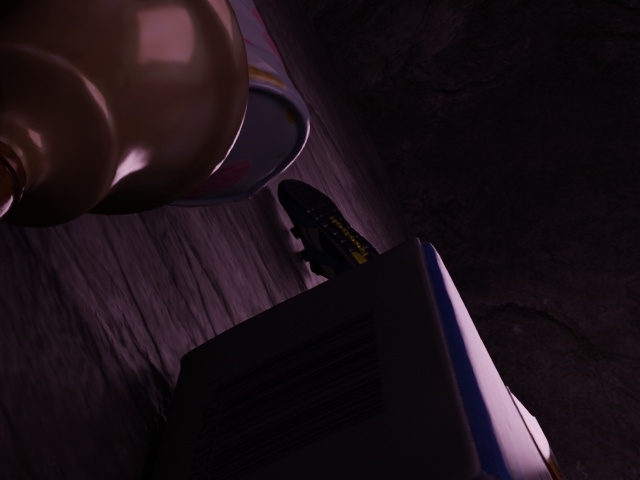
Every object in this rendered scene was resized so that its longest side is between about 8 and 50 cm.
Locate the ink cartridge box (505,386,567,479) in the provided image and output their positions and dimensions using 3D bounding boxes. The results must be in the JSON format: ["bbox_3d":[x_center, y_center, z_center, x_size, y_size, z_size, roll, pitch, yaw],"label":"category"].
[{"bbox_3d":[0.204,0.270,1.421,0.271,0.130,0.309,65,7,18],"label":"ink cartridge box"}]

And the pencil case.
[{"bbox_3d":[-0.096,-0.153,0.781,0.124,0.114,0.273,80,-10,-60],"label":"pencil case"}]

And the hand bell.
[{"bbox_3d":[-0.108,-0.015,0.383,0.126,0.126,0.242,62,21,-20],"label":"hand bell"}]

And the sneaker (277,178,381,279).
[{"bbox_3d":[0.000,0.000,1.234,0.144,0.059,0.053,50,35,16],"label":"sneaker"}]

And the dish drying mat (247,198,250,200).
[{"bbox_3d":[-0.079,-0.063,1.029,0.083,0.008,0.032,53,13,-61],"label":"dish drying mat"}]

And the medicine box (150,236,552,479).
[{"bbox_3d":[0.054,0.185,0.545,0.289,0.149,0.263,61,7,-15],"label":"medicine box"}]
